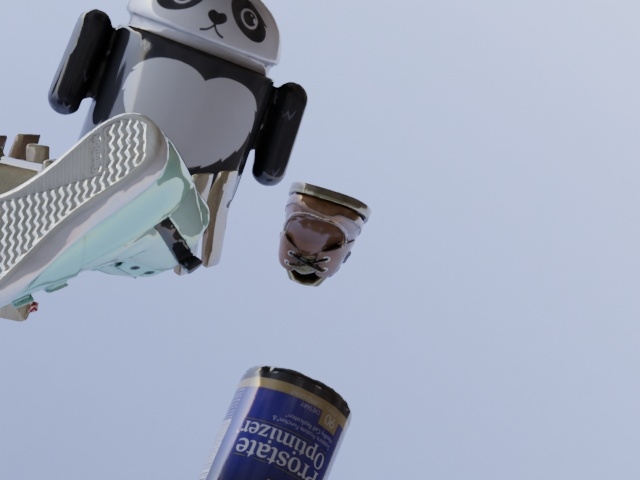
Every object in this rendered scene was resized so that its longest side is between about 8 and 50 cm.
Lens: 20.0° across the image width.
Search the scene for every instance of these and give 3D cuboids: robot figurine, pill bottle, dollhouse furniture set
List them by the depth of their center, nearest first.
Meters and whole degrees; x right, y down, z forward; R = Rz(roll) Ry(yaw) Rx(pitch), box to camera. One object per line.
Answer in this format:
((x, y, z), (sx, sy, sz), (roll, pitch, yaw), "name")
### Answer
((-0.237, -0.015, 1.606), (0.262, 0.135, 0.259), (11, -173, 13), "dollhouse furniture set")
((-0.060, 0.246, 1.815), (0.122, 0.123, 0.219), (32, -116, -20), "pill bottle")
((-0.143, -0.135, 1.824), (0.173, 0.278, 0.209), (23, -175, 35), "robot figurine")

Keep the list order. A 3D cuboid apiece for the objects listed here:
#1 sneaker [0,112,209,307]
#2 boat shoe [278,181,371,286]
((-0.201, 0.019, 1.398), (0.094, 0.256, 0.151), (62, -175, 34), "sneaker")
((0.000, 0.000, 2.406), (0.110, 0.104, 0.307), (19, 171, 6), "boat shoe")
